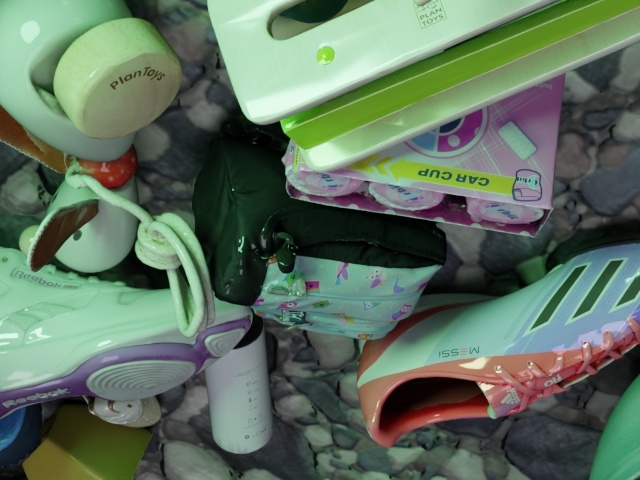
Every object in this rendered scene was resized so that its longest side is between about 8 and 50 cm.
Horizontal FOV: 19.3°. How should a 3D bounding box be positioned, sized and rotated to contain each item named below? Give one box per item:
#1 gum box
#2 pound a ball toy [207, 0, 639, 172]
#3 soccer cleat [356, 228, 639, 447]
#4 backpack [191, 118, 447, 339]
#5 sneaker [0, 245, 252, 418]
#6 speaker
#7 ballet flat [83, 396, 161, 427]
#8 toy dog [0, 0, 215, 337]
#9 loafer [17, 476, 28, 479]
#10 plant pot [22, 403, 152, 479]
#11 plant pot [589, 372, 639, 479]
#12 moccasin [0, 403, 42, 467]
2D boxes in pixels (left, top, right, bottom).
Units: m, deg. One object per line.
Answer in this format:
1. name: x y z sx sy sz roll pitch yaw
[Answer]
1. gum box: 0.071 -0.076 1.329 0.188 0.107 0.062 9 160 -2
2. pound a ball toy: 0.084 -0.183 1.171 0.319 0.136 0.208 -24 159 14
3. soccer cleat: 0.176 0.082 1.476 0.318 0.116 0.109 -16 131 21
4. backpack: 0.000 0.000 1.408 0.182 0.152 0.115 11 135 -25
5. sneaker: -0.208 0.056 1.483 0.305 0.152 0.114 -10 154 -3
6. speaker: -0.069 0.116 1.582 0.055 0.055 0.136 1 135 5
7. ballet flat: -0.192 0.119 1.600 0.057 0.052 0.168 -17 131 23
8. toy dog: -0.197 -0.073 1.317 0.161 0.220 0.334 -20 129 -19
9. loafer: -0.322 0.258 1.738 0.251 0.094 0.087 -17 119 16
10. plant pot: -0.212 0.193 1.660 0.083 0.081 0.081 35 129 -12
11. plant pot: 0.349 0.172 1.491 0.293 0.196 0.293 3 136 3
12. moccasin: -0.376 0.150 1.617 0.342 0.138 0.117 3 150 27
